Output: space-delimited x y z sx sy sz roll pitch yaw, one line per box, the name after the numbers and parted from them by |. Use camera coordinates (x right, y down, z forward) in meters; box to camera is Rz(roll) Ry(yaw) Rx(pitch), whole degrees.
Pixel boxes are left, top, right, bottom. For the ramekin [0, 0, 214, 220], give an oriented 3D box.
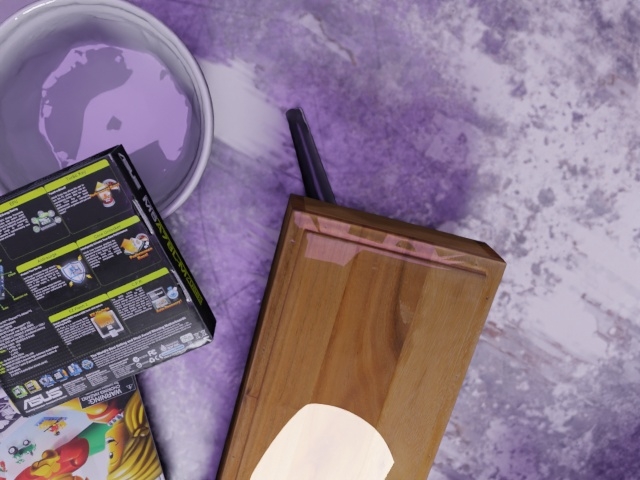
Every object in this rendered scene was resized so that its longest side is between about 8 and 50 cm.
-0.199 -0.109 0.589 0.207 0.109 0.207 -1 98 -5 | ramekin

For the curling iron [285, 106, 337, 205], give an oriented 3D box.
0.000 0.000 0.662 0.068 0.035 0.274 -11 100 -4 | curling iron

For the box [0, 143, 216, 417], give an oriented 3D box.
-0.212 0.040 0.542 0.190 0.045 0.184 -23 108 5 | box

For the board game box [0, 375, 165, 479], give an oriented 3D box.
-0.313 0.235 0.610 0.305 0.053 0.193 -18 101 -23 | board game box

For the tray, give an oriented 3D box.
0.017 0.179 0.646 0.202 0.076 0.411 14 104 -8 | tray
